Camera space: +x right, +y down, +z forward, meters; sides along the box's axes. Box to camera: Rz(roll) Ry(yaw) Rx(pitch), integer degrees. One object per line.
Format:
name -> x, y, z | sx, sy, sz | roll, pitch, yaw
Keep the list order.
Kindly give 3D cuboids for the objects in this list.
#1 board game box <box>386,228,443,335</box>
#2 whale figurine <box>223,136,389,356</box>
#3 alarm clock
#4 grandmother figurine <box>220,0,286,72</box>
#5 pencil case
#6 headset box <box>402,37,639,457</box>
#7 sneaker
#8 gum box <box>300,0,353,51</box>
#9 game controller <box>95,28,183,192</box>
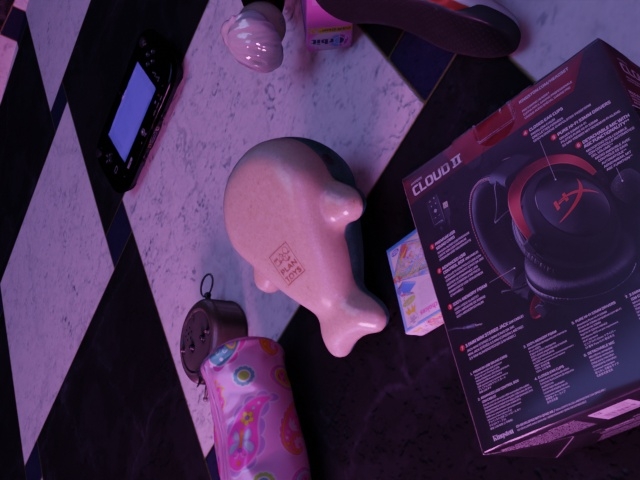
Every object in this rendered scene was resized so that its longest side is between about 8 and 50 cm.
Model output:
board game box -> 0.135, 0.022, 0.849 | 0.154, 0.026, 0.103 | -39, 52, 44
whale figurine -> 0.000, 0.000, 0.989 | 0.216, 0.141, 0.272 | -44, 72, 41
alarm clock -> -0.169, 0.136, 1.235 | 0.129, 0.064, 0.192 | -41, 47, 43
grandmother figurine -> -0.082, -0.399, 1.148 | 0.104, 0.208, 0.342 | -6, 72, 24
pencil case -> -0.079, 0.266, 1.019 | 0.124, 0.124, 0.284 | -44, 48, 41
headset box -> 0.203, 0.001, 0.662 | 0.218, 0.110, 0.293 | -37, 53, 35
sneaker -> 0.123, -0.298, 0.886 | 0.270, 0.090, 0.145 | 26, 79, 37
gum box -> 0.001, -0.359, 1.063 | 0.107, 0.062, 0.188 | 91, 172, -67
game controller -> -0.362, -0.251, 1.601 | 0.319, 0.067, 0.166 | -60, 39, 28
